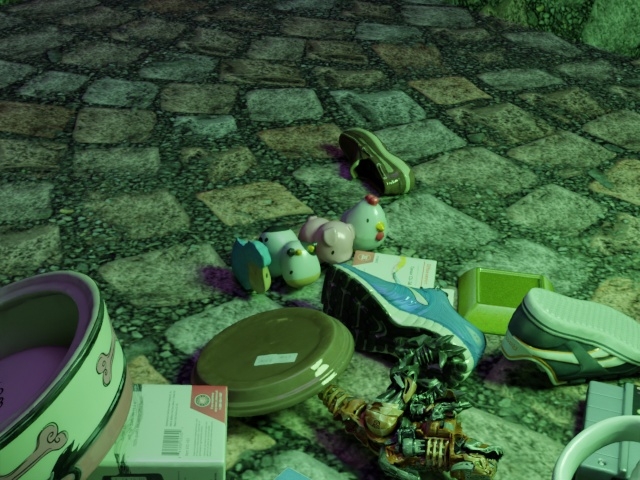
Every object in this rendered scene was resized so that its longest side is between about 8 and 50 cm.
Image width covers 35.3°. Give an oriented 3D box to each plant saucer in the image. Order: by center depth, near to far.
[{"bbox_3d":[-0.083,0.186,1.629,0.277,0.041,0.278,-12,25,6],"label":"plant saucer"},{"bbox_3d":[0.355,0.109,1.893,0.188,0.045,0.188,7,30,5],"label":"plant saucer"}]

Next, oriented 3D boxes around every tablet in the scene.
[{"bbox_3d":[-0.030,0.360,1.451,0.083,0.006,0.054,22,35,29],"label":"tablet"}]

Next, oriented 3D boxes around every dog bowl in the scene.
[{"bbox_3d":[-0.431,0.228,1.346,0.407,0.150,0.408,-22,30,13],"label":"dog bowl"}]

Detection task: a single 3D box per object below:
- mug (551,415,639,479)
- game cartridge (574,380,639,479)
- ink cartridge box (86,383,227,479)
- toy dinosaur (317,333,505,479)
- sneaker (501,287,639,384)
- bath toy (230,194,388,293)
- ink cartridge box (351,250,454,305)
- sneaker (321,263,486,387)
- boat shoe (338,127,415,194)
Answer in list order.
[{"bbox_3d":[0.474,0.346,1.273,0.374,0.276,0.328,23,52,40],"label":"mug"},{"bbox_3d":[0.578,0.326,1.535,0.354,0.068,0.230,12,35,13],"label":"game cartridge"},{"bbox_3d":[-0.254,0.295,1.441,0.237,0.100,0.172,2,30,-5],"label":"ink cartridge box"},{"bbox_3d":[0.129,0.258,1.520,0.321,0.164,0.218,31,52,14],"label":"toy dinosaur"},{"bbox_3d":[0.446,0.178,1.726,0.321,0.127,0.126,19,29,-26],"label":"sneaker"},{"bbox_3d":[0.000,0.000,1.953,0.348,0.129,0.151,-20,58,-35],"label":"bath toy"},{"bbox_3d":[0.154,0.084,1.889,0.198,0.067,0.115,7,30,6],"label":"ink cartridge box"},{"bbox_3d":[0.144,0.137,1.766,0.330,0.130,0.147,31,31,26],"label":"sneaker"},{"bbox_3d":[0.107,-0.184,2.325,0.095,0.095,0.257,-21,38,-27],"label":"boat shoe"}]
